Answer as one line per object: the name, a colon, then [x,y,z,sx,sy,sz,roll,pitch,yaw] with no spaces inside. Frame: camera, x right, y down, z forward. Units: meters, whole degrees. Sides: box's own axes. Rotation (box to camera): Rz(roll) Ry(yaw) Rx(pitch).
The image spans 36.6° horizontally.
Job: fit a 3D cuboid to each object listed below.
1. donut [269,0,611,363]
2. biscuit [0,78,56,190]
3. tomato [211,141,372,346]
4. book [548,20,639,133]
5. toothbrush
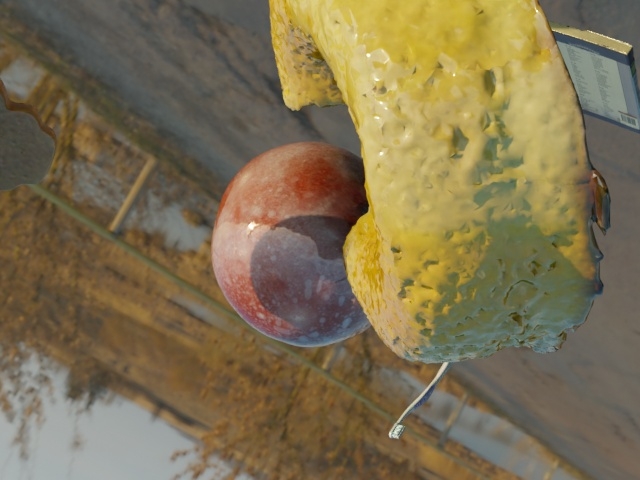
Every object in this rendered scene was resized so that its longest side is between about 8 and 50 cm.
donut: [0.073,-0.102,0.808,0.163,0.435,0.377,-15,168,-6]
biscuit: [-0.390,-0.118,0.986,0.236,0.144,0.040,15,-155,-28]
tomato: [0.000,0.000,1.247,0.270,0.270,0.227,32,139,-24]
book: [0.452,-0.267,1.586,0.157,0.026,0.231,28,167,34]
toothbrush: [0.108,0.159,1.005,0.013,0.131,0.011,13,133,35]
